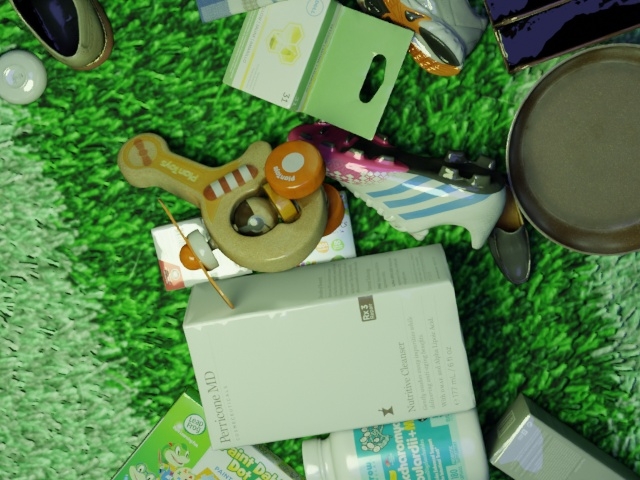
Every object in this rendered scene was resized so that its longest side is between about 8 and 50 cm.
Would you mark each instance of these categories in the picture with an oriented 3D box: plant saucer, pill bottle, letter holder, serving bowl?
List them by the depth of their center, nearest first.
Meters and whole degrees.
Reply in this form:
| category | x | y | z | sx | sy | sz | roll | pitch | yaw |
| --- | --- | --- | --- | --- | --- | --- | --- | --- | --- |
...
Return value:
| category | x | y | z | sx | sy | sz | roll | pitch | yaw |
| --- | --- | --- | --- | --- | --- | --- | --- | --- | --- |
| letter holder | 0.386 | -0.349 | 1.659 | 0.302 | 0.214 | 0.152 | -19 | 96 | 5 |
| plant saucer | 0.419 | -0.132 | 1.752 | 0.310 | 0.050 | 0.311 | -1 | 107 | -2 |
| pill bottle | 0.110 | 0.317 | 1.798 | 0.264 | 0.146 | 0.146 | -12 | 97 | 4 |
| serving bowl | -0.452 | -0.243 | 1.808 | 0.083 | 0.027 | 0.083 | 0 | 98 | 2 |

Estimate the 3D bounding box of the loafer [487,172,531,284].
| category | x | y | z | sx | sy | sz | roll | pitch | yaw |
| --- | --- | --- | --- | --- | --- | --- | --- | --- | --- |
| loafer | 0.275 | -0.013 | 1.787 | 0.062 | 0.061 | 0.170 | -17 | 97 | 4 |

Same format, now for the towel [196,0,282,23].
| category | x | y | z | sx | sy | sz | roll | pitch | yaw |
| --- | --- | --- | --- | --- | --- | --- | --- | --- | --- |
| towel | -0.075 | -0.437 | 1.702 | 0.285 | 0.034 | 0.209 | -11 | 95 | 32 |

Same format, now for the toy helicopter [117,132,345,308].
| category | x | y | z | sx | sy | sz | roll | pitch | yaw |
| --- | --- | --- | --- | --- | --- | --- | --- | --- | --- |
| toy helicopter | -0.157 | -0.053 | 1.727 | 0.355 | 0.140 | 0.235 | 24 | 70 | 27 |

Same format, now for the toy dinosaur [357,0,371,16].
| category | x | y | z | sx | sy | sz | roll | pitch | yaw |
| --- | --- | --- | --- | --- | --- | --- | --- | --- | --- |
| toy dinosaur | 0.053 | -0.427 | 1.742 | 0.112 | 0.064 | 0.211 | 16 | 99 | -1 |

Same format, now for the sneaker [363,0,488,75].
| category | x | y | z | sx | sy | sz | roll | pitch | yaw |
| --- | --- | --- | --- | --- | --- | --- | --- | --- | --- |
| sneaker | 0.132 | -0.363 | 1.730 | 0.262 | 0.099 | 0.121 | 48 | 62 | -15 |

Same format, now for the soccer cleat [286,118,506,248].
| category | x | y | z | sx | sy | sz | roll | pitch | yaw |
| --- | --- | --- | --- | --- | --- | --- | --- | --- | --- |
| soccer cleat | 0.101 | -0.074 | 1.756 | 0.331 | 0.116 | 0.143 | 16 | 121 | 13 |

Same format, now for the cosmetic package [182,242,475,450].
| category | x | y | z | sx | sy | sz | roll | pitch | yaw |
| --- | --- | --- | --- | --- | --- | --- | --- | --- | --- |
| cosmetic package | 0.011 | 0.153 | 1.756 | 0.385 | 0.156 | 0.217 | -12 | 111 | 2 |

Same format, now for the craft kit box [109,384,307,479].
| category | x | y | z | sx | sy | sz | roll | pitch | yaw |
| --- | --- | --- | --- | --- | --- | --- | --- | --- | --- |
| craft kit box | -0.186 | 0.395 | 1.871 | 0.250 | 0.061 | 0.246 | 39 | 95 | -3 |

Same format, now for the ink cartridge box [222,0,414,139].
| category | x | y | z | sx | sy | sz | roll | pitch | yaw |
| --- | --- | --- | --- | --- | --- | --- | --- | --- | --- |
| ink cartridge box | -0.006 | -0.262 | 1.731 | 0.235 | 0.056 | 0.171 | 25 | 98 | 24 |

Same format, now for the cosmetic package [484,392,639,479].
| category | x | y | z | sx | sy | sz | roll | pitch | yaw |
| --- | --- | --- | --- | --- | --- | --- | --- | --- | --- |
| cosmetic package | 0.370 | 0.342 | 1.800 | 0.238 | 0.127 | 0.107 | 38 | 97 | -1 |

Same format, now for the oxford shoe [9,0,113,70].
| category | x | y | z | sx | sy | sz | roll | pitch | yaw |
| --- | --- | --- | --- | --- | --- | --- | --- | --- | --- |
| oxford shoe | -0.417 | -0.403 | 1.733 | 0.123 | 0.130 | 0.348 | -35 | 95 | 7 |

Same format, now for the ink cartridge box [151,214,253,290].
| category | x | y | z | sx | sy | sz | roll | pitch | yaw |
| --- | --- | --- | --- | --- | --- | --- | --- | --- | --- |
| ink cartridge box | -0.173 | 0.011 | 1.815 | 0.135 | 0.056 | 0.099 | -12 | 98 | 4 |

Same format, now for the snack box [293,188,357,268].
| category | x | y | z | sx | sy | sz | roll | pitch | yaw |
| --- | --- | --- | --- | --- | --- | --- | --- | --- | --- |
| snack box | 0.000 | 0.000 | 1.815 | 0.100 | 0.037 | 0.141 | -9 | 97 | 3 |
